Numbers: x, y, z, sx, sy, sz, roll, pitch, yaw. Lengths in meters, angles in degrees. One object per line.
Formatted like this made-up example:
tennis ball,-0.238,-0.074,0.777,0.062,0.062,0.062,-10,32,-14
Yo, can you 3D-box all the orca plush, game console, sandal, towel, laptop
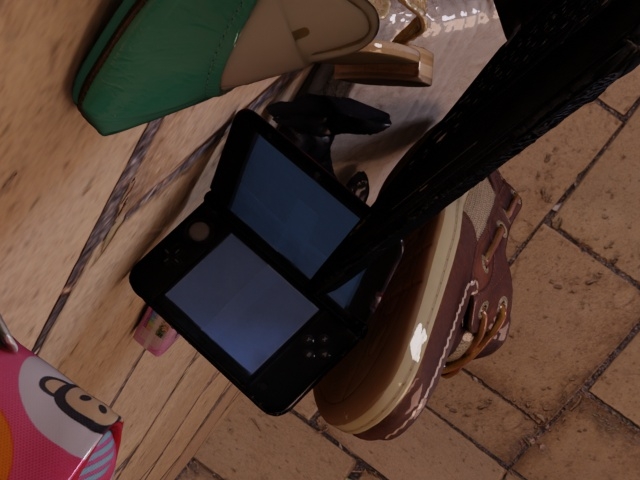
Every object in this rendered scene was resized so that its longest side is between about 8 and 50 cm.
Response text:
orca plush,0.000,0.000,1.070,0.151,0.102,0.287,-15,155,-31
game console,-0.038,0.014,0.862,0.124,0.144,0.085,-44,159,-15
sandal,0.027,-0.144,0.858,0.240,0.088,0.079,-6,99,-77
towel,0.069,-0.110,1.115,0.187,0.049,0.282,-17,156,-28
laptop,0.067,-0.141,0.522,0.264,0.136,0.234,-50,-176,-29

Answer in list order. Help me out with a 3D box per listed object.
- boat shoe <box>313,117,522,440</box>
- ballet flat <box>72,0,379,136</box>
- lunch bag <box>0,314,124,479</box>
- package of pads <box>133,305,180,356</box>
boat shoe,0.091,0.036,0.994,0.123,0.123,0.342,-42,-166,29
ballet flat,0.002,-0.121,0.512,0.247,0.087,0.083,-54,177,15
lunch bag,-0.177,0.156,0.570,0.258,0.120,0.293,-52,175,-35
package of pads,-0.112,0.048,1.070,0.050,0.032,0.083,-49,174,-41
